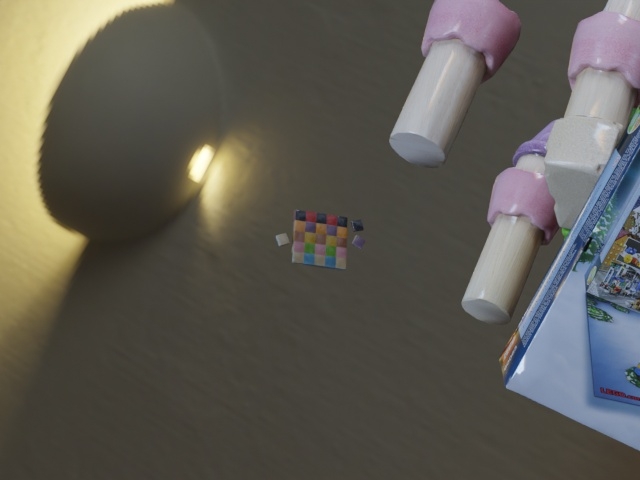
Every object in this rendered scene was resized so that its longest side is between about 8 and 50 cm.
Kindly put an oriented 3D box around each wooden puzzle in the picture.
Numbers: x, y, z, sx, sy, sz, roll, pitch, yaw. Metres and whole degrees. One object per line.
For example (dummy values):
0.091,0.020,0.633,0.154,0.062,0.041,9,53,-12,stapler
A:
0.000,0.000,1.326,0.006,0.083,0.049,137,139,-64,wooden puzzle

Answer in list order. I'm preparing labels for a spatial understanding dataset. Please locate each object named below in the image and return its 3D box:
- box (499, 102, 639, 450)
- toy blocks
0.227,0.046,0.725,0.159,0.233,0.044,-63,5,14,box
0.254,-0.084,1.094,0.260,0.309,0.288,-65,-30,-25,toy blocks
